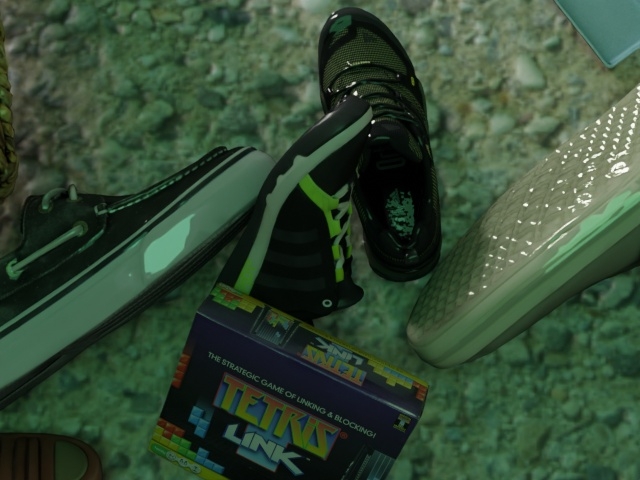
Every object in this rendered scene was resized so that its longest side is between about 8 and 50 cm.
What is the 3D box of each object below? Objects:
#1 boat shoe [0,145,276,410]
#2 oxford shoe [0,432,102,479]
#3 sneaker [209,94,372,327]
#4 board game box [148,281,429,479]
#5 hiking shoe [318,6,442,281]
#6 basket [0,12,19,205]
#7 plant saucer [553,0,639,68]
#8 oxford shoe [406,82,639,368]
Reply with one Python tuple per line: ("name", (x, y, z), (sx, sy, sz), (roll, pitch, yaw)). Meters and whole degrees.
("boat shoe", (-0.186, 0.014, 0.665), (0.335, 0.121, 0.119), (-35, 86, -3))
("oxford shoe", (-0.341, 0.259, 0.646), (0.396, 0.140, 0.147), (-18, 112, -7))
("sneaker", (0.000, 0.000, 0.641), (0.097, 0.235, 0.084), (35, 42, 5))
("board game box", (-0.027, 0.130, 0.646), (0.170, 0.048, 0.141), (25, 120, 5))
("hiking shoe", (0.052, -0.085, 0.681), (0.086, 0.114, 0.227), (-15, 81, -2))
("basket", (-0.350, -0.134, 0.571), (0.223, 0.213, 0.299), (-4, 70, -44))
("plant saucer", (0.210, -0.235, 0.752), (0.067, 0.018, 0.192), (-35, 81, -5))
("oxford shoe", (0.258, -0.042, 0.659), (0.449, 0.169, 0.130), (-39, 104, -6))
